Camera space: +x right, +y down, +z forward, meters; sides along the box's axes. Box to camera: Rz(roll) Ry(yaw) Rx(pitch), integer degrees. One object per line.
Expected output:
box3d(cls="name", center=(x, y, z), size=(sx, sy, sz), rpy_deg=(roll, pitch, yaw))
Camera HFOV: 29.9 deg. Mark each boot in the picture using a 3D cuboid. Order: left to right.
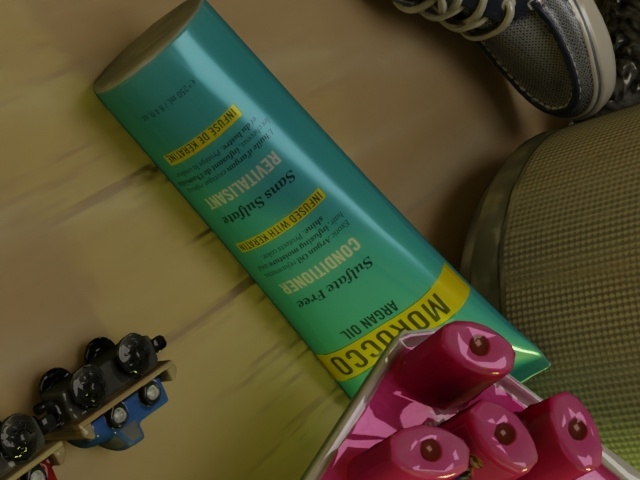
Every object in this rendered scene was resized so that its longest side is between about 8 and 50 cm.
box3d(cls="boot", center=(0.067, -0.123, 0.585), size=(0.190, 0.069, 0.086), rpy_deg=(53, 53, -10))

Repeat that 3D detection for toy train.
box3d(cls="toy train", center=(-0.099, 0.074, 0.370), size=(0.158, 0.027, 0.036), rpy_deg=(-37, 109, -45))

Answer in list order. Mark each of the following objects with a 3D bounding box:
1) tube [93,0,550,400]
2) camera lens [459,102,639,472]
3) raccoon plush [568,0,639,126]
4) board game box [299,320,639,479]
box3d(cls="tube", center=(0.000, 0.000, 0.471), size=(0.207, 0.080, 0.052), rpy_deg=(48, 26, -22))
box3d(cls="camera lens", center=(0.216, 0.029, 0.532), size=(0.219, 0.274, 0.219), rpy_deg=(17, 66, -43))
box3d(cls="raccoon plush", center=(0.357, -0.080, 0.644), size=(0.299, 0.446, 0.216), rpy_deg=(-2, 106, -48))
box3d(cls="board game box", center=(0.096, 0.272, 0.336), size=(0.390, 0.050, 0.390), rpy_deg=(37, 61, -1))
